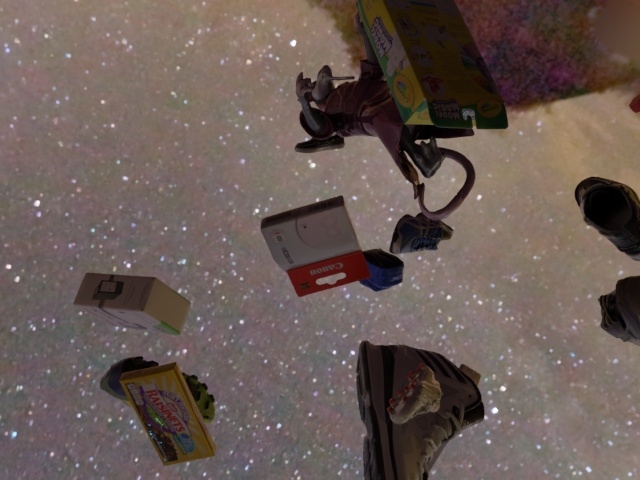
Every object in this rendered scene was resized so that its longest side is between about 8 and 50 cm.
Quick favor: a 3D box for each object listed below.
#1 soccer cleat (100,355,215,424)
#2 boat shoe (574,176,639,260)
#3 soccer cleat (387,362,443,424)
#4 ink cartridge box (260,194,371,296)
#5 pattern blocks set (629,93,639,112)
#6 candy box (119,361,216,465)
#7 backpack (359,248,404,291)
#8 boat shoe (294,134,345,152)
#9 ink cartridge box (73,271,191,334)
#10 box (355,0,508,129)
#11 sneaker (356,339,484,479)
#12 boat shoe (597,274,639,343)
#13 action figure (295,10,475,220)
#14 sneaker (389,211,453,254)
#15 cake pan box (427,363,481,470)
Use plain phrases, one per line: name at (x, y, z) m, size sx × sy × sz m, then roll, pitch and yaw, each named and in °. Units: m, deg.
soccer cleat at (-0.354, 0.341, 1.330) m, size 0.289 × 0.121 × 0.093 m, roll 41°, pitch -149°, yaw -39°
boat shoe at (0.589, -0.072, 1.221) m, size 0.091 × 0.114 × 0.302 m, roll 35°, pitch -162°, yaw -17°
soccer cleat at (0.178, 0.282, 1.064) m, size 0.076 × 0.068 × 0.196 m, roll 50°, pitch -156°, yaw 7°
ink cartridge box at (-0.004, 0.029, 1.320) m, size 0.189 × 0.232 × 0.066 m, roll -16°, pitch -153°, yaw 10°
pattern blocks set at (0.636, -0.324, 0.881) m, size 0.026 × 0.325 × 0.285 m, roll 46°, pitch -179°, yaw -5°
candy box at (-0.271, 0.315, 1.076) m, size 0.105 × 0.206 × 0.027 m, roll -15°, pitch -157°, yaw 8°
backpack at (0.156, 0.079, 1.532) m, size 0.098 × 0.101 × 0.120 m, roll -16°, pitch -156°, yaw -33°
boat shoe at (-0.002, -0.254, 1.546) m, size 0.142 × 0.040 × 0.049 m, roll -12°, pitch -153°, yaw -24°
ink cartridge box at (-0.567, 0.190, 1.809) m, size 0.273 × 0.198 × 0.115 m, roll 2°, pitch -117°, yaw 26°
box at (0.112, -0.178, 0.596) m, size 0.105 × 0.043 × 0.179 m, roll -4°, pitch -117°, yaw -29°
sneaker at (0.214, 0.381, 1.170) m, size 0.257 × 0.169 × 0.447 m, roll 2°, pitch -137°, yaw -3°
boat shoe at (0.683, 0.172, 1.319) m, size 0.355 × 0.130 × 0.132 m, roll 35°, pitch -121°, yaw -47°
action figure at (0.103, -0.231, 1.039) m, size 0.370 × 0.248 × 0.276 m, roll 20°, pitch 150°, yaw 53°
sneaker at (0.223, -0.014, 1.321) m, size 0.081 × 0.080 × 0.211 m, roll 27°, pitch -149°, yaw 28°
cake pan box at (0.292, 0.450, 1.468) m, size 0.070 × 0.267 × 0.246 m, roll 32°, pitch -169°, yaw 18°
